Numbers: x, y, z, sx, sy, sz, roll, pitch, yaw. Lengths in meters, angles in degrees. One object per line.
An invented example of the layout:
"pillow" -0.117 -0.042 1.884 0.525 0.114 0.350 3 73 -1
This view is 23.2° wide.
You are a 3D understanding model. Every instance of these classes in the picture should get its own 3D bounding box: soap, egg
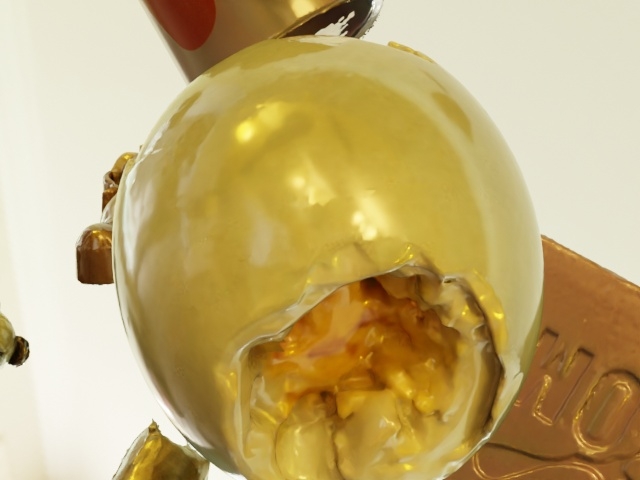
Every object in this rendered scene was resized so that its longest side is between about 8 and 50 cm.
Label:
"soap" 0.202 0.170 1.262 0.296 0.285 0.107 29 -3 23
"egg" 0.000 0.000 1.036 0.336 0.278 0.278 -109 179 -52

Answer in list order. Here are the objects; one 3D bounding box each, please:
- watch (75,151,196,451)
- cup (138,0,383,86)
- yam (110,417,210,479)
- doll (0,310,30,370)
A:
"watch" -0.120 0.071 1.888 0.335 0.314 0.327 -113 -169 -65
"cup" -0.104 -0.267 1.376 0.288 0.203 0.203 56 -24 8
"yam" -0.172 0.293 1.150 0.083 0.372 0.083 13 -42 12
"doll" -0.449 0.078 1.864 0.234 0.143 0.135 41 -18 34
